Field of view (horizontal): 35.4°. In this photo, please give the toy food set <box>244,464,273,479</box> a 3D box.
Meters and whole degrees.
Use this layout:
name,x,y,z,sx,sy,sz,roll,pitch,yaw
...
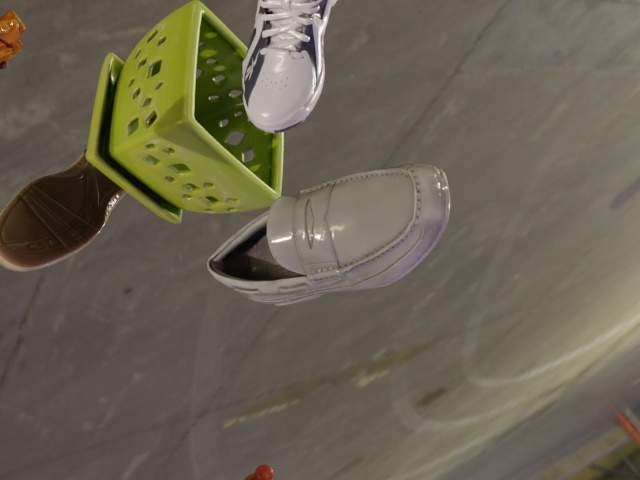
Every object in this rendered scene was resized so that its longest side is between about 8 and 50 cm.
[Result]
name,x,y,z,sx,sy,sz,roll,pitch,yaw
toy food set,-0.103,0.407,1.273,0.232,0.111,0.104,-53,170,-42

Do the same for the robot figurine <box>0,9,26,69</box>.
name,x,y,z,sx,sy,sz,roll,pitch,yaw
robot figurine,-0.405,-0.182,0.854,0.085,0.211,0.291,-31,-175,38

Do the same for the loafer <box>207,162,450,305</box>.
name,x,y,z,sx,sy,sz,roll,pitch,yaw
loafer,0.000,0.000,0.997,0.111,0.112,0.319,9,157,-34

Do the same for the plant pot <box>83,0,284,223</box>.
name,x,y,z,sx,sy,sz,roll,pitch,yaw
plant pot,-0.198,-0.165,1.434,0.207,0.227,0.228,-17,144,25

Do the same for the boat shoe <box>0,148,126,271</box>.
name,x,y,z,sx,sy,sz,roll,pitch,yaw
boat shoe,-0.386,-0.045,1.531,0.110,0.121,0.341,-38,-172,39

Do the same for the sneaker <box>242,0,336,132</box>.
name,x,y,z,sx,sy,sz,roll,pitch,yaw
sneaker,-0.034,-0.240,1.031,0.153,0.094,0.235,64,47,-70
